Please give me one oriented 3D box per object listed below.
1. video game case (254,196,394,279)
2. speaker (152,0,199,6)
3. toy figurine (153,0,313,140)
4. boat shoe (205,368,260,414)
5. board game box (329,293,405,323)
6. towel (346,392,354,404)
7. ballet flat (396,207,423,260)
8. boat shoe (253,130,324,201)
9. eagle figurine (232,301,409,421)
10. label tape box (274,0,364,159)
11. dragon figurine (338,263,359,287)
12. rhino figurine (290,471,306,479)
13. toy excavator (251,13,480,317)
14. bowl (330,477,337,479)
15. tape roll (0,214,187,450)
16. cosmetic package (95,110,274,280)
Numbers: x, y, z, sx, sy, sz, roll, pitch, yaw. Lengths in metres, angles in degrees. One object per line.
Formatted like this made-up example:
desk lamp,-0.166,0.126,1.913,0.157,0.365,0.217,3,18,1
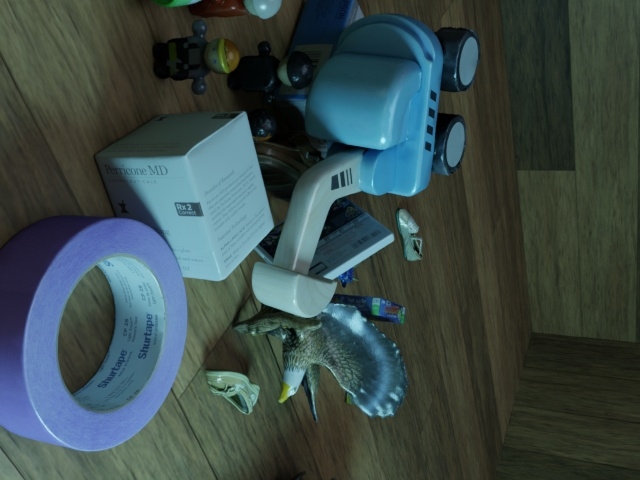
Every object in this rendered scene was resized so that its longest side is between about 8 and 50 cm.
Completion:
video game case,0.000,0.000,1.242,0.190,0.173,0.022,-32,134,-17
speaker,-0.121,-0.430,1.010,0.296,0.131,0.131,-39,130,-33
toy figurine,-0.121,-0.262,1.082,0.209,0.148,0.213,-66,147,-35
boat shoe,-0.146,0.248,1.197,0.153,0.056,0.048,57,39,-61
board game box,0.048,0.129,1.404,0.136,0.201,0.035,27,68,-62
towel,0.078,0.343,1.703,0.060,0.010,0.083,39,58,-59
ballet flat,0.246,-0.018,1.952,0.057,0.052,0.168,-57,141,-45
boat shoe,-0.069,-0.139,1.264,0.307,0.111,0.104,25,66,-72
eagle figurine,-0.011,0.199,1.297,0.225,0.226,0.298,-46,130,5
label tape box,0.051,-0.281,1.466,0.347,0.115,0.249,48,52,-53
dragon figurine,0.027,0.039,1.388,0.289,0.144,0.085,33,77,-76
rhino figurine,-0.063,0.547,1.336,0.073,0.106,0.243,59,43,-50
toy excavator,0.051,-0.139,1.165,0.445,0.223,0.432,-24,124,-53
bowl,0.048,0.630,1.371,0.311,0.163,0.311,19,90,-88
tape roll,-0.278,0.107,0.875,0.275,0.090,0.274,-9,100,-63
cosmetic package,-0.177,-0.065,0.988,0.151,0.151,0.183,-51,136,-49
